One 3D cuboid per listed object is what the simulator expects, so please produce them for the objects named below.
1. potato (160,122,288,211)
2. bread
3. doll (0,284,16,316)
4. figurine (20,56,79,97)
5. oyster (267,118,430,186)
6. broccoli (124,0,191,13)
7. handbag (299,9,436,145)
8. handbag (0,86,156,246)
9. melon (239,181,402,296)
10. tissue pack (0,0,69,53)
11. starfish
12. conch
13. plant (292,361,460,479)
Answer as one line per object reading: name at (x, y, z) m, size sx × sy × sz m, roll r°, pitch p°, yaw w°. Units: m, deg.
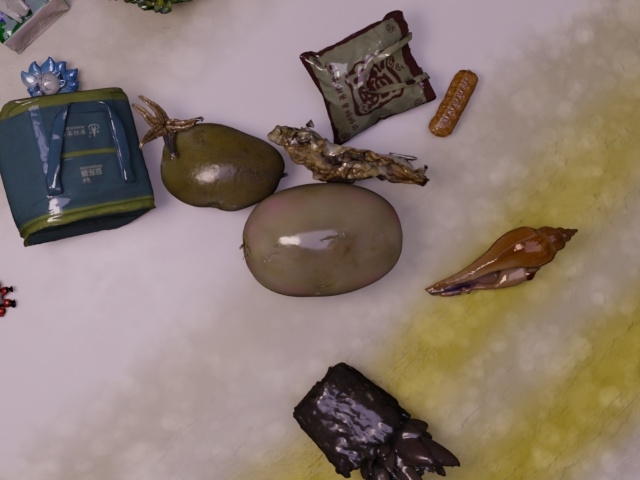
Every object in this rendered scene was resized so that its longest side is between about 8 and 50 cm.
potato at (-0.185, -0.143, 1.560) m, size 0.251 × 0.159 × 0.175 m, roll 8°, pitch 78°, yaw -10°
bread at (0.279, -0.287, 1.670) m, size 0.052 × 0.044 × 0.157 m, roll 28°, pitch 84°, yaw 2°
doll at (-0.685, 0.122, 1.554) m, size 0.168 × 0.057 × 0.109 m, roll -10°, pitch 106°, yaw -21°
figurine at (-0.523, -0.310, 1.572) m, size 0.114 × 0.079 × 0.114 m, roll 0°, pitch 83°, yaw -1°
oyster at (0.055, -0.150, 1.558) m, size 0.354 × 0.201 × 0.107 m, roll 17°, pitch 101°, yaw -20°
broccoli at (-0.331, -0.612, 1.542) m, size 0.324 × 0.272 × 0.334 m, roll -30°, pitch 83°, yaw -45°
handbag at (0.096, -0.325, 1.608) m, size 0.234 × 0.127 × 0.213 m, roll -26°, pitch 114°, yaw -1°
handbag at (-0.459, -0.138, 1.490) m, size 0.263 × 0.222 × 0.241 m, roll -16°, pitch 88°, yaw -34°
melon at (0.000, 0.000, 1.543) m, size 0.316 × 0.223 × 0.223 m, roll -7°, pitch 88°, yaw -8°
tissue pack at (-0.621, -0.495, 1.534) m, size 0.148 × 0.156 × 0.209 m, roll -43°, pitch 93°, yaw -3°
starfish at (-0.285, -0.213, 1.510) m, size 0.130 × 0.041 × 0.133 m, roll -11°, pitch 81°, yaw -18°
conch at (0.371, 0.039, 1.649) m, size 0.330 × 0.109 × 0.093 m, roll -20°, pitch 50°, yaw 14°
plant at (0.106, 0.392, 1.569) m, size 0.320 × 0.194 × 0.181 m, roll 44°, pitch 97°, yaw 2°
